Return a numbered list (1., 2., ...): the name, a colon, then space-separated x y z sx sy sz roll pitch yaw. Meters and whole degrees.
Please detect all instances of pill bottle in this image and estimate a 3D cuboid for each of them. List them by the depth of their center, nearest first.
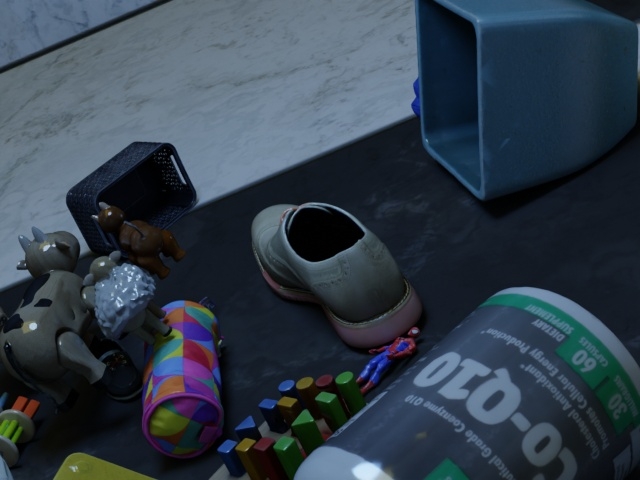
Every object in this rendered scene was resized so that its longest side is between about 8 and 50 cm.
1. pill bottle: 0.107 0.217 1.117 0.361 0.204 0.204 -39 30 -27

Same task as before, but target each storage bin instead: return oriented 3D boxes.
1. storage bin: -0.301 -0.068 2.076 0.084 0.122 0.180 7 39 46

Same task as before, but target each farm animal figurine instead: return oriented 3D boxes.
1. farm animal figurine: -0.347 0.084 1.665 0.330 0.172 0.327 -40 23 15

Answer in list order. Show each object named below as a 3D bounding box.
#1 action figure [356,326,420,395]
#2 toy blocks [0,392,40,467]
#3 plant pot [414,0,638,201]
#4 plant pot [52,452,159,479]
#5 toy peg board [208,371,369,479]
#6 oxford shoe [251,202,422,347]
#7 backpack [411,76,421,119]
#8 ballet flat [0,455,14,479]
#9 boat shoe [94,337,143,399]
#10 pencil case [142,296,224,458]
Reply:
1. action figure: 0.074 0.136 1.496 0.115 0.030 0.038 -36 24 -28
2. toy blocks: -0.417 0.234 1.684 0.123 0.054 0.148 -14 27 20
3. plant pot: 0.289 -0.225 1.769 0.252 0.247 0.248 -11 24 -12
4. plant pot: -0.182 0.310 1.100 0.212 0.187 0.212 20 37 4
5. toy peg board: -0.028 0.202 1.396 0.160 0.079 0.161 5 37 44
6. oxford shoe: 0.000 0.000 1.673 0.140 0.146 0.397 -34 27 -15
7. backpack: 0.207 -0.210 1.965 0.120 0.098 0.101 20 79 55
8. ballet flat: -0.419 0.285 1.460 0.147 0.147 0.409 -39 29 -29
9. boat shoe: -0.268 0.169 1.700 0.049 0.042 0.133 -28 28 -13
10. pencil case: -0.162 0.161 1.564 0.104 0.104 0.236 -20 26 7
